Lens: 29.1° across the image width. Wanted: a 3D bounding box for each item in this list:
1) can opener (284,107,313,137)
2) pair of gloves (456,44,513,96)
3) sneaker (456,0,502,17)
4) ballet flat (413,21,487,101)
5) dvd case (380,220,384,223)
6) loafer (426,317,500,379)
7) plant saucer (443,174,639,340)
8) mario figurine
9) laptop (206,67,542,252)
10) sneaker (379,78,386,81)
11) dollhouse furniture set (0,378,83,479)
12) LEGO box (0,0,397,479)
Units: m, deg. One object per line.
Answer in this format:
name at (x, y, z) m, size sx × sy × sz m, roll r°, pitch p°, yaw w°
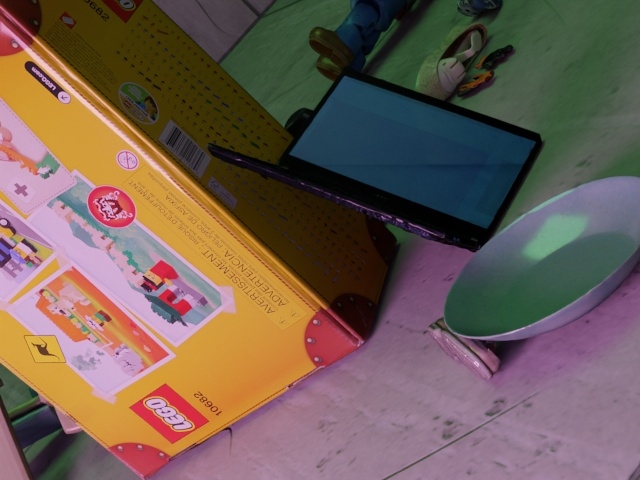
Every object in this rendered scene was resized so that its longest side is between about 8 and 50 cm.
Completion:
can opener at (-0.031, -0.168, 1.950) m, size 0.186 × 0.073 × 0.059 m, roll -36°, pitch 25°, yaw 61°
pair of gloves at (0.206, -0.213, 1.548) m, size 0.083 × 0.010 × 0.074 m, roll -51°, pitch 15°, yaw -24°
sneaker at (0.223, -0.339, 1.755) m, size 0.058 × 0.052 × 0.135 m, roll -50°, pitch 6°, yaw 24°
ballet flat at (0.172, -0.234, 1.608) m, size 0.052 × 0.057 × 0.168 m, roll -15°, pitch 34°, yaw 43°
dvd case at (0.000, 0.000, 1.525) m, size 0.238 × 0.029 × 0.179 m, roll -31°, pitch 22°, yaw 43°
loafer at (0.123, 0.080, 1.015) m, size 0.039 × 0.045 × 0.125 m, roll -41°, pitch 13°, yaw -5°
plant saucer at (0.187, 0.023, 0.968) m, size 0.195 × 0.037 × 0.195 m, roll -34°, pitch 18°, yaw 13°
mario figurine at (0.086, -0.422, 2.066) m, size 0.320 × 0.170 × 0.198 m, roll -52°, pitch 15°, yaw -14°
laptop at (0.063, -0.091, 1.167) m, size 0.137 × 0.234 × 0.264 m, roll -70°, pitch -19°, yaw 3°
sneaker at (0.066, -0.200, 1.759) m, size 0.068 × 0.071 × 0.170 m, roll -53°, pitch 17°, yaw -21°
dollhouse furniture set at (-0.399, 0.307, 1.732) m, size 0.286 × 0.198 × 0.303 m, roll -26°, pitch -16°, yaw -4°
LEGO box at (-0.228, -0.023, 1.313) m, size 0.372 × 0.500 × 0.193 m, roll -34°, pitch 21°, yaw 34°
